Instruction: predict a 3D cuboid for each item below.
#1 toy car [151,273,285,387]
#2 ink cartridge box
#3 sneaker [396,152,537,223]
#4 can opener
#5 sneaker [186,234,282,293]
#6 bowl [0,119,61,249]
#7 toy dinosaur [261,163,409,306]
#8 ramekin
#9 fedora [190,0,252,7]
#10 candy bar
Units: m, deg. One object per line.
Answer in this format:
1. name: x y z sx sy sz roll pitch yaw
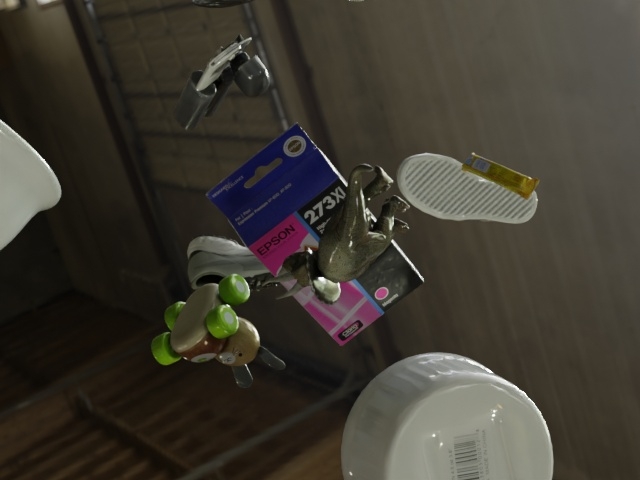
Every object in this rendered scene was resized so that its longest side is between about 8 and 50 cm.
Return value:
1. toy car: -0.154 0.175 1.902 0.155 0.188 0.149 -27 -152 31
2. ink cartridge box: 0.000 0.000 1.768 0.176 0.371 0.069 -38 -142 4
3. sneaker: 0.278 -0.101 2.350 0.321 0.126 0.127 14 -177 -25
4. can opener: -0.145 -0.213 1.668 0.076 0.095 0.283 -39 180 -21
5. sneaker: -0.122 0.064 2.165 0.272 0.100 0.108 4 -124 4
6. bowl: -0.393 -0.055 1.010 0.298 0.298 0.134 2 -118 50
7. toy dinosaur: 0.043 0.000 1.517 0.160 0.121 0.313 -56 -176 -22
8. ramekin: 0.179 0.296 1.551 0.277 0.277 0.135 -22 -174 -15
9. fedora: -0.102 -0.505 1.813 0.334 0.152 0.334 -21 -151 12
10. candy bar: 0.301 -0.112 1.943 0.161 0.018 0.040 30 -96 45
